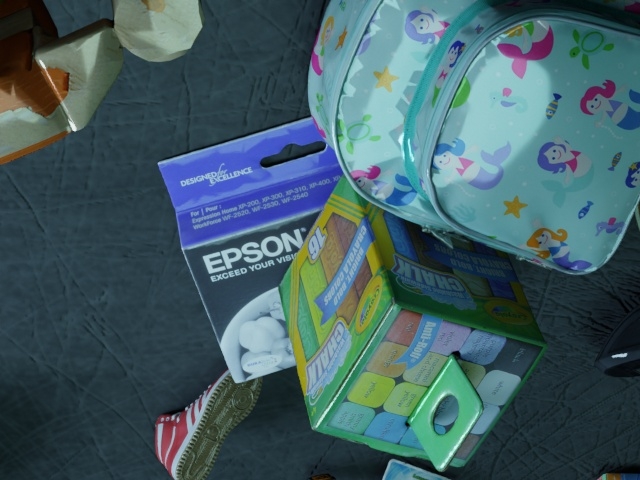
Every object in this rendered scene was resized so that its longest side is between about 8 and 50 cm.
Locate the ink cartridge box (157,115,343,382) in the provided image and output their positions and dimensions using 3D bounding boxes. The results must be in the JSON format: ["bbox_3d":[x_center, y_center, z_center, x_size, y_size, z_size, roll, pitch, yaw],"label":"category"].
[{"bbox_3d":[0.000,0.000,1.403,0.206,0.045,0.208,-17,127,2],"label":"ink cartridge box"}]

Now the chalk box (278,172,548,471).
[{"bbox_3d":[0.066,0.070,1.303,0.132,0.213,0.132,17,121,-24],"label":"chalk box"}]

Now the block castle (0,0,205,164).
[{"bbox_3d":[-0.312,-0.193,1.089,0.453,0.213,0.303,-22,125,4],"label":"block castle"}]

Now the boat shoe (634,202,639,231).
[{"bbox_3d":[0.491,-0.065,1.358,0.500,0.156,0.187,-14,108,0],"label":"boat shoe"}]

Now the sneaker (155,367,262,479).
[{"bbox_3d":[-0.098,0.145,1.505,0.042,0.067,0.118,36,84,-29],"label":"sneaker"}]

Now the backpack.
[{"bbox_3d":[0.124,-0.105,1.259,0.253,0.191,0.225,20,109,-14],"label":"backpack"}]

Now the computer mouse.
[{"bbox_3d":[0.367,0.063,1.509,0.262,0.060,0.184,-17,163,27],"label":"computer mouse"}]

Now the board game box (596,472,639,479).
[{"bbox_3d":[0.334,0.347,1.601,0.145,0.281,0.027,3,155,-14],"label":"board game box"}]

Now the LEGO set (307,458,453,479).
[{"bbox_3d":[0.075,0.294,1.625,0.244,0.060,0.182,22,87,-23],"label":"LEGO set"}]
